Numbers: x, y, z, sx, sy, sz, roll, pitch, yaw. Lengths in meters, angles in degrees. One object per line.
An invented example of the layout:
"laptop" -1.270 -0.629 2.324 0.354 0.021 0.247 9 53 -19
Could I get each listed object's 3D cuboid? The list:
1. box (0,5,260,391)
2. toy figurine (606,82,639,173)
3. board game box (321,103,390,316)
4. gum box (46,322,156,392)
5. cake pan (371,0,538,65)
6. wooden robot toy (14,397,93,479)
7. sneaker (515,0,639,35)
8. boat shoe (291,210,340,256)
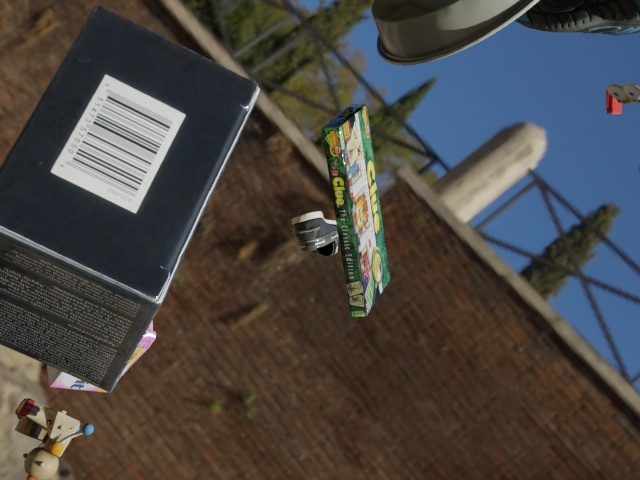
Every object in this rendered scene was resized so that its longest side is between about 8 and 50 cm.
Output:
"box" -0.262 -0.028 1.301 0.211 0.294 0.395 26 -27 -8
"toy figurine" 0.571 -0.110 1.491 0.362 0.191 0.217 7 -81 48
"board game box" 0.051 -0.043 1.455 0.136 0.030 0.260 -54 138 -65
"gum box" -0.360 0.173 1.772 0.107 0.188 0.062 12 47 -36
"cake pan" 0.183 -0.335 1.358 0.054 0.293 0.293 51 -10 -28
"wooden robot toy" -0.303 0.219 1.160 0.076 0.079 0.173 29 -19 -15
"sneaker" 0.567 -0.477 2.281 0.340 0.125 0.139 7 -13 22
"boat shoe" 0.000 0.000 2.153 0.233 0.084 0.079 26 44 -74
